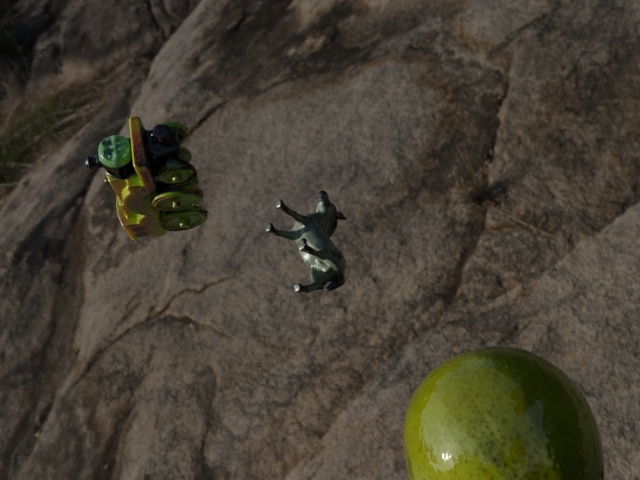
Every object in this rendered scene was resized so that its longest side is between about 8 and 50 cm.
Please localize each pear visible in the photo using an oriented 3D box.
[{"bbox_3d":[0.164,0.195,0.498,0.166,0.180,0.216,-5,34,-22],"label":"pear"}]

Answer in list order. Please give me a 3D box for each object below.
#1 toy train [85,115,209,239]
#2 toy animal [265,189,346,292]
[{"bbox_3d":[-0.275,-0.093,0.960,0.160,0.296,0.100,-10,70,-9],"label":"toy train"},{"bbox_3d":[-0.004,0.003,1.000,0.073,0.176,0.217,-47,50,28],"label":"toy animal"}]
